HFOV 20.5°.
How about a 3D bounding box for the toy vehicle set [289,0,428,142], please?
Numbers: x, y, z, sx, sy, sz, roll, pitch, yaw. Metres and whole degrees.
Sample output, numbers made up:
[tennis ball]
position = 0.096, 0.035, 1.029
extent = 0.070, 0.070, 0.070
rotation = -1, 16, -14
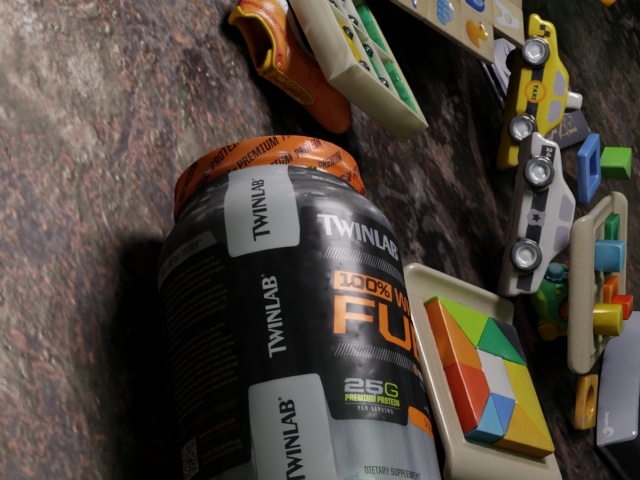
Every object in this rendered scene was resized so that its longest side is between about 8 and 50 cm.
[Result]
[toy vehicle set]
position = 0.015, -0.240, 1.859
extent = 0.166, 0.035, 0.267
rotation = 33, 28, -55

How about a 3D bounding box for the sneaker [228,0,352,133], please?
[sneaker]
position = -0.034, -0.174, 1.805
extent = 0.175, 0.064, 0.067
rotation = 51, 54, -14

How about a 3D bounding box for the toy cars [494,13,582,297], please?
[toy cars]
position = 0.261, -0.097, 2.065
extent = 0.087, 0.176, 0.393
rotation = 9, 47, -4

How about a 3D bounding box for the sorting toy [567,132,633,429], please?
[sorting toy]
position = 0.331, 0.048, 2.034
extent = 0.196, 0.047, 0.347
rotation = -26, 118, -65

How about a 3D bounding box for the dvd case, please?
[dvd case]
position = 0.285, -0.195, 2.344
extent = 0.221, 0.018, 0.164
rotation = -22, 86, -60

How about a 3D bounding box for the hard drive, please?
[hard drive]
position = 0.409, 0.211, 2.178
extent = 0.172, 0.054, 0.254
rotation = 50, 32, -21

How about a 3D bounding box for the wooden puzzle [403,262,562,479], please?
[wooden puzzle]
position = 0.176, 0.152, 1.873
extent = 0.221, 0.044, 0.238
rotation = 22, 50, -50

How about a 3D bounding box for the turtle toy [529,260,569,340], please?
[turtle toy]
position = 0.290, 0.062, 2.098
extent = 0.130, 0.066, 0.095
rotation = -8, 74, -59

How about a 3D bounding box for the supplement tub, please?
[supplement tub]
position = -0.023, 0.098, 1.442
extent = 0.207, 0.207, 0.338
rotation = 25, 47, -47

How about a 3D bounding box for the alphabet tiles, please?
[alphabet tiles]
position = 0.116, -0.361, 2.025
extent = 0.342, 0.011, 0.285
rotation = 27, 48, -36

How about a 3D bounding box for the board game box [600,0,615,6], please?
[board game box]
position = 0.341, -0.605, 2.311
extent = 0.356, 0.356, 0.356
rotation = 38, 16, -37
